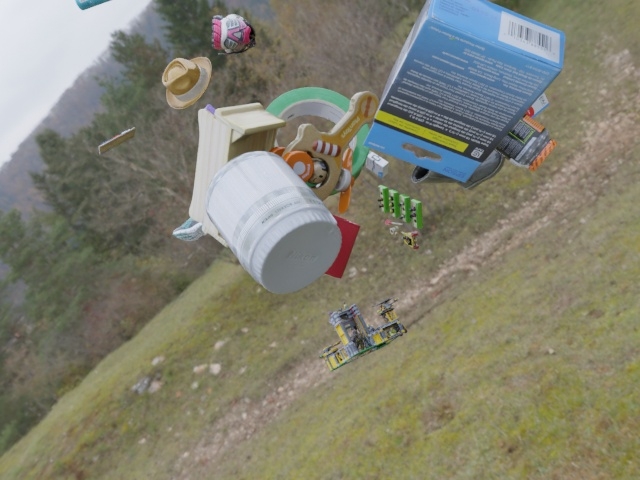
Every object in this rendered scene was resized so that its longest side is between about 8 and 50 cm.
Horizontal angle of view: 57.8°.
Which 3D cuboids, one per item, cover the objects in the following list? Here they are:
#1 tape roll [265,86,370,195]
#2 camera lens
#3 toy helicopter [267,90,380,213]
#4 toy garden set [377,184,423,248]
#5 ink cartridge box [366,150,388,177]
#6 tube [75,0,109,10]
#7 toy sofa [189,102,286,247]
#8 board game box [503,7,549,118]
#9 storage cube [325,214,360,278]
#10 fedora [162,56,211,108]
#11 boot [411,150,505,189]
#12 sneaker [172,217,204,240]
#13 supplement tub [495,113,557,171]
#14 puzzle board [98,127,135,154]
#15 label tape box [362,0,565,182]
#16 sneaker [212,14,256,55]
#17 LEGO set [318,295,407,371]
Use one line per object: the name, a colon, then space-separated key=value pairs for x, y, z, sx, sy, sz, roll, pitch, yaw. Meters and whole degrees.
tape roll: x=-0.020 y=-0.283 z=1.662 sx=0.321 sy=0.321 sz=0.077 roll=-54 pitch=-6 yaw=-19
camera lens: x=-0.109 y=-0.046 z=1.267 sx=0.219 sy=0.219 sz=0.274 roll=-45 pitch=54 yaw=6
toy helicopter: x=0.042 y=-0.233 z=1.505 sx=0.355 sy=0.235 sz=0.140 roll=-50 pitch=28 yaw=-8
toy garden set: x=0.302 y=-0.086 z=2.266 sx=0.049 sy=0.204 sz=0.244 roll=-22 pitch=30 yaw=-25
ink cartridge box: x=0.163 y=-0.230 z=1.733 sx=0.028 sy=0.083 sz=0.048 roll=-39 pitch=-30 yaw=-24
tube: x=-0.728 y=-0.841 z=1.959 sx=0.206 sy=0.080 sz=0.052 roll=-17 pitch=32 yaw=9
toy sofa: x=-0.227 y=-0.181 z=1.547 sx=0.150 sy=0.177 sz=0.363 roll=-22 pitch=-45 yaw=-44
board game box: x=0.483 y=-0.498 z=1.707 sx=0.086 sy=0.302 sz=0.308 roll=-38 pitch=20 yaw=-9
storage cube: x=0.000 y=0.000 z=1.978 sx=0.183 sy=0.214 sz=0.193 roll=-146 pitch=76 yaw=-73
fedora: x=-0.414 y=-0.489 z=1.742 sx=0.194 sy=0.079 sz=0.195 roll=-14 pitch=64 yaw=30
boot: x=0.385 y=-0.210 z=1.622 sx=0.190 sy=0.208 sz=0.076 roll=-49 pitch=40 yaw=43
sneaker: x=-0.378 y=-0.048 z=1.752 sx=0.166 sy=0.065 sz=0.076 roll=-15 pitch=57 yaw=32
supplement tub: x=0.494 y=-0.267 z=1.473 sx=0.117 sy=0.190 sz=0.117 roll=-47 pitch=-11 yaw=-12
puzzle board: x=-0.658 y=-0.322 z=1.870 sx=0.128 sy=0.011 sz=0.096 roll=-34 pitch=6 yaw=-20
label tape box: x=0.247 y=-0.274 z=1.076 sx=0.334 sy=0.240 sz=0.106 roll=119 pitch=169 yaw=-59
sneaker: x=-0.247 y=-0.626 z=1.781 sx=0.299 sy=0.111 sz=0.121 roll=-76 pitch=-7 yaw=-67
LEGO set: x=0.136 y=0.318 z=2.119 sx=0.331 sy=0.192 sz=0.255 roll=-20 pitch=-18 yaw=-24
